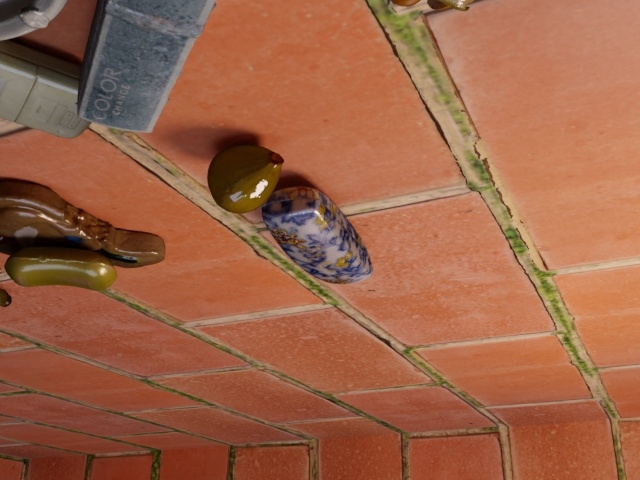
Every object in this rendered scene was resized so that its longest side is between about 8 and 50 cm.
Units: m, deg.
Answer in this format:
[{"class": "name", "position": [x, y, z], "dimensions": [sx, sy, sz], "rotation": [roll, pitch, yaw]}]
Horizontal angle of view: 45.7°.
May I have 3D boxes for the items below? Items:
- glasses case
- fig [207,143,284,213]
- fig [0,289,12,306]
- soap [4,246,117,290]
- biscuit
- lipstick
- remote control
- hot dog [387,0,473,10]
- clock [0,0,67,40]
[{"class": "glasses case", "position": [0.000, 0.000, 0.983], "dimensions": [0.086, 0.065, 0.248], "rotation": [-6, 157, 20]}, {"class": "fig", "position": [-0.079, -0.070, 0.819], "dimensions": [0.088, 0.074, 0.074], "rotation": [-30, 145, 23]}, {"class": "fig", "position": [-0.556, 0.098, 1.101], "dimensions": [0.190, 0.191, 0.290], "rotation": [7, 169, -16]}, {"class": "soap", "position": [-0.337, 0.037, 0.992], "dimensions": [0.140, 0.045, 0.089], "rotation": [4, 155, -10]}, {"class": "biscuit", "position": [-0.357, -0.012, 0.993], "dimensions": [0.319, 0.047, 0.183], "rotation": [18, 153, -38]}, {"class": "lipstick", "position": [-0.126, -0.177, 0.565], "dimensions": [0.077, 0.076, 0.289], "rotation": [9, 155, -23]}, {"class": "remote control", "position": [-0.316, -0.153, 0.672], "dimensions": [0.233, 0.038, 0.098], "rotation": [15, 152, -29]}, {"class": "hot dog", "position": [0.113, -0.227, 0.458], "dimensions": [0.109, 0.072, 0.269], "rotation": [10, 156, -26]}, {"class": "clock", "position": [-0.279, -0.221, 0.496], "dimensions": [0.236, 0.053, 0.236], "rotation": [2, 155, 1]}]
